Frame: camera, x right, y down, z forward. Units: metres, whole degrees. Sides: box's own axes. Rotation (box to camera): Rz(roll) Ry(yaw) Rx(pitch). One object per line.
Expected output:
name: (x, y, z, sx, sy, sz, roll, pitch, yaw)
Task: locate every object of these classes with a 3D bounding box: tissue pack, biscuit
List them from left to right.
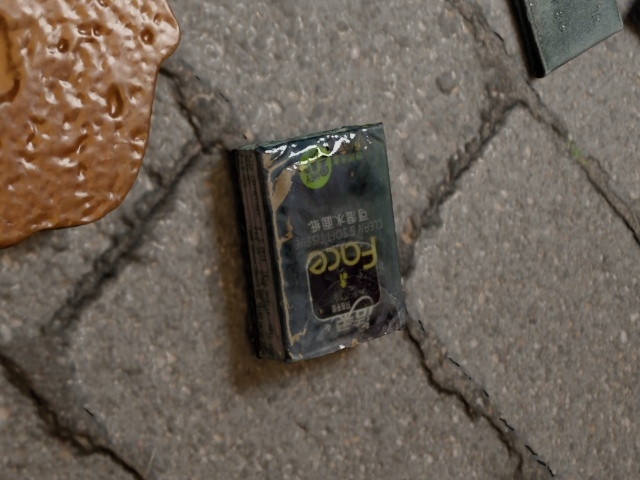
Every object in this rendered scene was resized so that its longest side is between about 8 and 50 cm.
biscuit: (-0.326, -0.157, 1.275, 0.455, 0.078, 0.349, -19, 108, -34)
tissue pack: (0.000, 0.000, 1.538, 0.173, 0.073, 0.235, -13, 101, -35)

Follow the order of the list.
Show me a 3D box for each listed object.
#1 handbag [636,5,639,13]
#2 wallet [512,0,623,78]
handbag: (0.537, -0.320, 1.916, 0.254, 0.089, 0.211, 37, 77, -34)
wallet: (0.292, -0.331, 1.758, 0.167, 0.036, 0.222, -31, 112, -32)
